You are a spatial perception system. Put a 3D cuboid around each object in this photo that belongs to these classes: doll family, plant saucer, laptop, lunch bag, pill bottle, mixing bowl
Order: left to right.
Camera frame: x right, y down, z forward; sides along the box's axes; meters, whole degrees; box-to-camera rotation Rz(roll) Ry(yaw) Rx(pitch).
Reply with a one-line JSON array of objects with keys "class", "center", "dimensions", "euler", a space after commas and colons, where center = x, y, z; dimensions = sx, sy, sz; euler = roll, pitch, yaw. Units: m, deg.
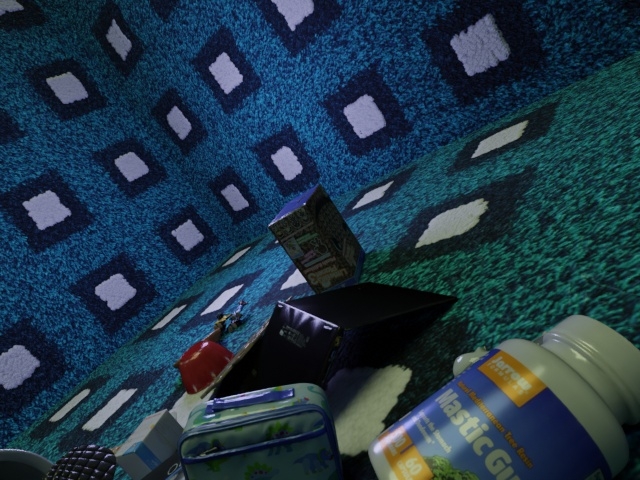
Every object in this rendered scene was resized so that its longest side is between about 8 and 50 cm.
[{"class": "plant saucer", "center": [-0.430, 0.390, 1.466], "dimensions": [0.200, 0.037, 0.200], "euler": [-39, -2, -2]}, {"class": "mixing bowl", "center": [-0.378, 0.385, 1.312], "dimensions": [0.182, 0.098, 0.181], "euler": [-32, 14, 9]}, {"class": "doll family", "center": [-0.351, 0.304, 1.599], "dimensions": [0.193, 0.076, 0.111], "euler": [-27, 10, 12]}, {"class": "lunch bag", "center": [-0.084, 0.305, 0.593], "dimensions": [0.219, 0.175, 0.090], "euler": [-10, 12, -3]}, {"class": "laptop", "center": [0.035, 0.253, 0.941], "dimensions": [0.382, 0.236, 0.407], "euler": [-2, 63, 67]}, {"class": "pill bottle", "center": [0.199, 0.200, 0.427], "dimensions": [0.272, 0.152, 0.152], "euler": [-36, 13, -3]}]

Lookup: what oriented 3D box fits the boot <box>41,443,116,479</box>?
[{"class": "boot", "center": [-0.500, 0.563, 0.731], "dimensions": [0.222, 0.118, 0.338], "euler": [-57, 12, 23]}]

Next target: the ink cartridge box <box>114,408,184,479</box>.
[{"class": "ink cartridge box", "center": [-0.407, 0.494, 1.010], "dimensions": [0.092, 0.089, 0.143], "euler": [-27, 14, 28]}]

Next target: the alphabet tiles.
[{"class": "alphabet tiles", "center": [-0.206, 0.301, 1.185], "dimensions": [0.342, 0.011, 0.285], "euler": [-47, 0, -44]}]

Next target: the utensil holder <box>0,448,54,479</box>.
[{"class": "utensil holder", "center": [-0.765, 0.648, 0.836], "dimensions": [0.386, 0.327, 0.327], "euler": [-30, 14, 24]}]

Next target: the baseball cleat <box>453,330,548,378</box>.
[{"class": "baseball cleat", "center": [0.275, 0.181, 0.537], "dimensions": [0.206, 0.072, 0.109], "euler": [-28, 31, 36]}]

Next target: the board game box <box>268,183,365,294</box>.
[{"class": "board game box", "center": [0.000, 0.000, 1.314], "dimensions": [0.141, 0.291, 0.232], "euler": [-29, 15, 21]}]

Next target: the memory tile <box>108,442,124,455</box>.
[{"class": "memory tile", "center": [-0.640, 0.651, 1.200], "dimensions": [0.148, 0.012, 0.113], "euler": [-29, 14, 25]}]

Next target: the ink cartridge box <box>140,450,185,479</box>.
[{"class": "ink cartridge box", "center": [-0.363, 0.546, 0.784], "dimensions": [0.333, 0.065, 0.165], "euler": [-38, 14, -10]}]
